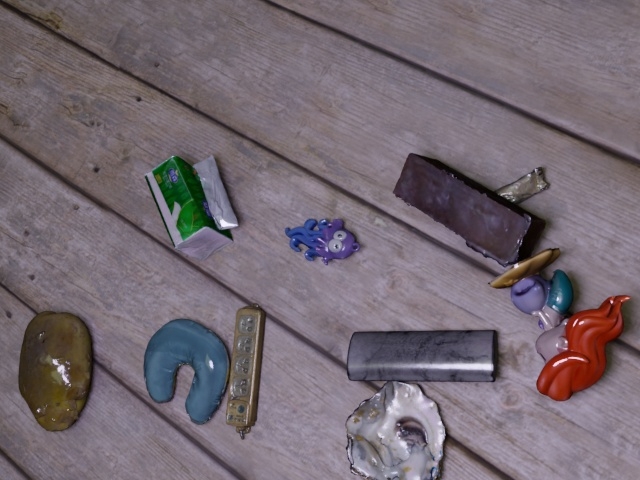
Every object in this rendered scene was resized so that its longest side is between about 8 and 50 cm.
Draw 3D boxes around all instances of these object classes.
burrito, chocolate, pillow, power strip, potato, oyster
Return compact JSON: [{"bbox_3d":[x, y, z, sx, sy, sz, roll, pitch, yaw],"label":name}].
[{"bbox_3d":[0.390,-0.092,1.503,0.171,0.042,0.051,-29,79,11],"label":"burrito"},{"bbox_3d":[0.302,-0.065,1.456,0.321,0.112,0.111,36,115,36],"label":"chocolate"},{"bbox_3d":[-0.311,0.291,1.659,0.233,0.086,0.214,17,89,25],"label":"pillow"},{"bbox_3d":[-0.168,0.289,1.625,0.064,0.044,0.305,0,78,20],"label":"power strip"},{"bbox_3d":[-0.641,0.310,1.751,0.192,0.141,0.296,-16,75,20],"label":"potato"},{"bbox_3d":[0.157,0.402,1.455,0.214,0.083,0.223,40,76,16],"label":"oyster"}]

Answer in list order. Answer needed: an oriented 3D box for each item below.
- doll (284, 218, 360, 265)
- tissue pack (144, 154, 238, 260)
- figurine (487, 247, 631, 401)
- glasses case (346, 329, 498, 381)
[{"bbox_3d":[0.000,0.000,1.620,0.206,0.067,0.109,10,72,33],"label":"doll"},{"bbox_3d":[-0.289,-0.087,1.704,0.156,0.148,0.209,-31,68,12],"label":"tissue pack"},{"bbox_3d":[0.456,0.149,1.353,0.208,0.181,0.257,-24,75,-16],"label":"figurine"},{"bbox_3d":[0.204,0.235,1.472,0.299,0.060,0.114,-3,49,21],"label":"glasses case"}]
